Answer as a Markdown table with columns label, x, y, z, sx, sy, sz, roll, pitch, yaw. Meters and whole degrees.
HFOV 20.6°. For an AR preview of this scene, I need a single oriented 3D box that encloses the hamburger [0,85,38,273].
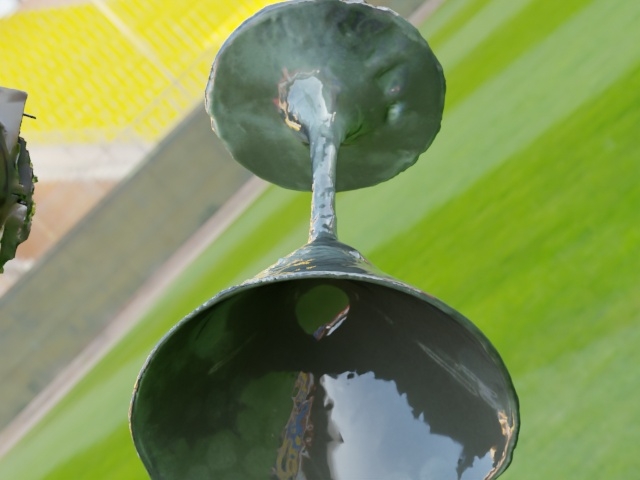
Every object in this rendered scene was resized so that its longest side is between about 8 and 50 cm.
| label | x | y | z | sx | sy | sz | roll | pitch | yaw |
| --- | --- | --- | --- | --- | --- | --- | --- | --- | --- |
| hamburger | -0.382 | -0.063 | 1.664 | 0.139 | 0.243 | 0.262 | -58 | -19 | -82 |

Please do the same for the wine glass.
| label | x | y | z | sx | sy | sz | roll | pitch | yaw |
| --- | --- | --- | --- | --- | --- | --- | --- | --- | --- |
| wine glass | 0.000 | 0.000 | 1.335 | 0.267 | 0.267 | 0.406 | -41 | 29 | 28 |
